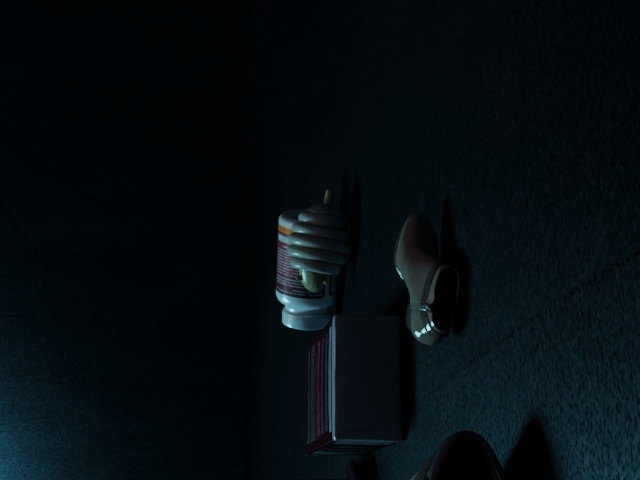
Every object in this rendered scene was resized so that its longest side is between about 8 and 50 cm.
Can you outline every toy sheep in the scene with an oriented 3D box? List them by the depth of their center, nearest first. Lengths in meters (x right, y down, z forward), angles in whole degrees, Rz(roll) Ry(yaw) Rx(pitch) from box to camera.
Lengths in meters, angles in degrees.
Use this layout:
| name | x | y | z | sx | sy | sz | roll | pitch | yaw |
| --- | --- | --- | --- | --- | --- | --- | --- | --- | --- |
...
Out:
| name | x | y | z | sx | sy | sz | roll | pitch | yaw |
| --- | --- | --- | --- | --- | --- | --- | --- | --- | --- |
| toy sheep | 0.000 | 0.000 | 1.648 | 0.091 | 0.091 | 0.132 | -177 | 93 | -83 |

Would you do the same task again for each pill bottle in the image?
| name | x | y | z | sx | sy | sz | roll | pitch | yaw |
| --- | --- | --- | --- | --- | --- | --- | --- | --- | --- |
| pill bottle | -0.017 | 0.039 | 1.752 | 0.086 | 0.086 | 0.152 | -116 | 28 | -74 |

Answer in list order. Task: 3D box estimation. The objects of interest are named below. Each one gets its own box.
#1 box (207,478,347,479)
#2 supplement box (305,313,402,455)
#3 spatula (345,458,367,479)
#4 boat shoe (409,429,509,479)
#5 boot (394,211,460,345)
| name | x | y | z | sx | sy | sz | roll | pitch | yaw |
| --- | --- | --- | --- | --- | --- | --- | --- | --- | --- |
| box | -0.038 | 0.375 | 1.494 | 0.261 | 0.184 | 0.103 | -113 | 27 | -72 |
| supplement box | 0.032 | 0.162 | 1.410 | 0.239 | 0.073 | 0.130 | 125 | 146 | -75 |
| spatula | 0.056 | 0.318 | 1.360 | 0.296 | 0.030 | 0.084 | -105 | 12 | -65 |
| boat shoe | 0.092 | 0.251 | 0.830 | 0.092 | 0.103 | 0.285 | 92 | 180 | -47 |
| boot | 0.094 | 0.030 | 1.100 | 0.087 | 0.042 | 0.118 | 153 | 116 | -75 |
